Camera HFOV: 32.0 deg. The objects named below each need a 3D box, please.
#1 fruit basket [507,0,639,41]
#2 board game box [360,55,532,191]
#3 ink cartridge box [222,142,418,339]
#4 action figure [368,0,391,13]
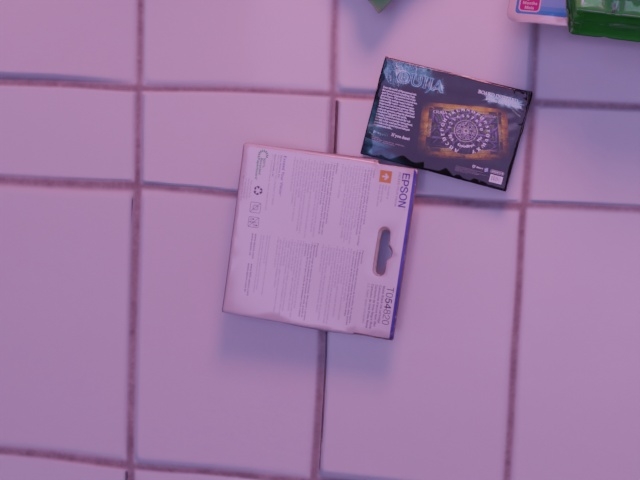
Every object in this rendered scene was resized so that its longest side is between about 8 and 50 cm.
[{"bbox_3d":[0.394,-0.398,1.236,0.327,0.165,0.353,10,93,9],"label":"fruit basket"},{"bbox_3d":[0.154,-0.144,1.369,0.186,0.026,0.126,16,97,9],"label":"board game box"},{"bbox_3d":[0.000,0.000,1.400,0.224,0.045,0.223,10,97,8],"label":"ink cartridge box"},{"bbox_3d":[0.127,-0.394,1.333,0.232,0.063,0.137,-35,86,15],"label":"action figure"}]
